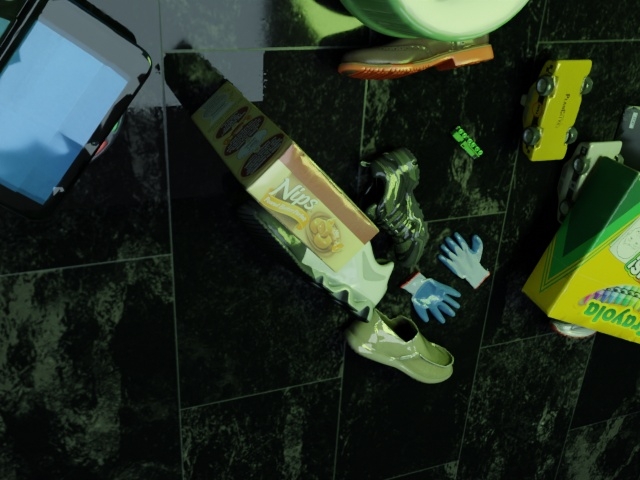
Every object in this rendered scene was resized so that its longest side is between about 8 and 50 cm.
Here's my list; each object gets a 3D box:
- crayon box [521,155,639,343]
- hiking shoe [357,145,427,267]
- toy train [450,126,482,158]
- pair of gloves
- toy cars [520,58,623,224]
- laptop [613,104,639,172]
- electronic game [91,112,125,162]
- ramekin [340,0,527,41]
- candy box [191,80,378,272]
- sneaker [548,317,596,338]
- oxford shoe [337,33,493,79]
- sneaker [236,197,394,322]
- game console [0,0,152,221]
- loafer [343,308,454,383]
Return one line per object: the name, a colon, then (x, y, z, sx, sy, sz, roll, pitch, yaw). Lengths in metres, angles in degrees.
crayon box: (0.633, 0.038, 1.389, 0.363, 0.106, 0.313, 17, 109, -29)
hiking shoe: (0.118, -0.050, 1.224, 0.114, 0.086, 0.226, -17, 112, -17)
toy train: (0.268, -0.178, 1.260, 0.024, 0.017, 0.083, -43, 125, 14)
pair of gloves: (0.260, 0.076, 1.388, 0.198, 0.023, 0.159, -45, 125, 4)
toy cars: (0.466, -0.183, 1.309, 0.176, 0.087, 0.393, -40, 128, 1)
laptop: (0.730, -0.175, 1.469, 0.264, 0.137, 0.234, -20, 127, -44)
electronic game: (-0.384, -0.196, 0.943, 0.229, 0.048, 0.229, -10, 119, -19)
ramekin: (0.164, -0.413, 0.914, 0.304, 0.148, 0.303, -10, 118, -19)
candy box: (-0.061, -0.101, 0.973, 0.087, 0.316, 0.183, -45, 124, 4)
sneaker: (0.605, 0.147, 1.551, 0.225, 0.088, 0.092, -23, 115, -19)
oxford shoe: (0.148, -0.316, 1.103, 0.272, 0.097, 0.098, -14, 101, -22)
sneaker: (0.000, 0.000, 1.191, 0.330, 0.122, 0.146, 39, 78, -33)
game console: (-0.385, -0.169, 0.837, 0.173, 0.250, 0.293, 37, 99, 1)
loafer: (0.174, 0.208, 1.371, 0.269, 0.102, 0.092, 21, 112, -31)
